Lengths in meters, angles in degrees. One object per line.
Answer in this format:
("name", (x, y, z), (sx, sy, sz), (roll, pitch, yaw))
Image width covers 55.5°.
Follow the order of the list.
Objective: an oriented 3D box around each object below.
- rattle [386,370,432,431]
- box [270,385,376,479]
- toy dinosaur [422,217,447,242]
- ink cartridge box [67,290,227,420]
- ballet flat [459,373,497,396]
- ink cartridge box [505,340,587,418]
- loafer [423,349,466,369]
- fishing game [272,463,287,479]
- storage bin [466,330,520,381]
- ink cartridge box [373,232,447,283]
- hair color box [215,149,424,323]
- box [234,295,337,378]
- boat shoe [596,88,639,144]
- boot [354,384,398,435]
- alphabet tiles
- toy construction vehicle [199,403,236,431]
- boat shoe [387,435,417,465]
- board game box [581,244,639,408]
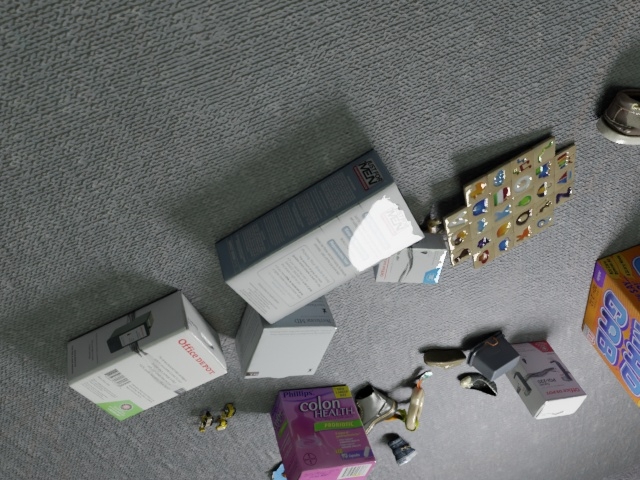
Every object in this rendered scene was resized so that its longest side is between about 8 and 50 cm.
("rattle", (0.257, 0.472, 1.858), (0.130, 0.143, 0.199), (-30, 130, -42))
("box", (0.002, 0.535, 1.655), (0.214, 0.243, 0.117), (2, 131, -23))
("toy dinosaur", (0.241, 0.013, 1.402), (0.093, 0.053, 0.183), (16, 126, -17))
("ink cartridge box", (-0.370, 0.254, 1.319), (0.273, 0.114, 0.198), (-25, 137, 2))
("ballet flat", (0.509, 0.462, 1.938), (0.173, 0.049, 0.057), (18, 122, -35))
("ink cartridge box", (0.666, 0.418, 1.838), (0.159, 0.217, 0.092), (-2, 132, -22))
("loafer", (0.357, 0.350, 1.760), (0.148, 0.056, 0.050), (4, 124, -26))
("fishing game", (-0.069, 0.761, 1.996), (0.189, 0.041, 0.264), (-8, 134, -19))
("storage bin", (0.508, 0.337, 1.762), (0.135, 0.091, 0.098), (-25, 139, -25))
("ink cartridge box", (0.177, 0.038, 1.344), (0.180, 0.060, 0.104), (2, 129, -5))
("hair color box", (0.000, 0.000, 1.229), (0.375, 0.113, 0.185), (-30, 137, 8))
("box", (-0.084, 0.216, 1.399), (0.181, 0.119, 0.181), (3, 131, -26))
("boat shoe", (0.748, -0.271, 1.281), (0.325, 0.116, 0.096), (-4, 137, -12))
("boot", (0.115, 0.510, 1.817), (0.198, 0.077, 0.137), (-41, 126, 7))
("alphabet tiles", (0.432, -0.076, 1.375), (0.343, 0.011, 0.285), (-29, 137, -6))
("toy construction vehicle", (-0.281, 0.478, 1.640), (0.086, 0.035, 0.098), (-7, 138, -32))
("boat shoe", (0.281, 0.710, 2.080), (0.065, 0.083, 0.183), (-30, 163, 7))
("board game box", (1.011, 0.229, 1.698), (0.357, 0.356, 0.356), (-19, 136, -3))
